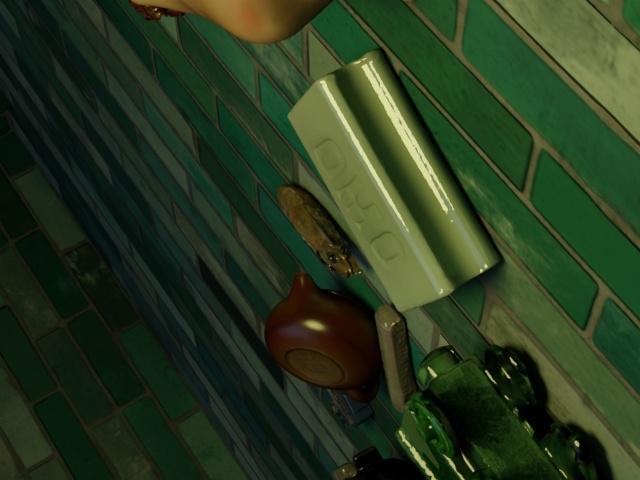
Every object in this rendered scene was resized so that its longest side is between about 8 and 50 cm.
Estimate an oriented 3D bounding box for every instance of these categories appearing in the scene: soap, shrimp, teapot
[{"bbox_3d":[0.075,-0.061,1.407,0.265,0.087,0.160,60,163,1],"label":"soap"},{"bbox_3d":[0.000,0.000,1.791,0.223,0.047,0.126,50,168,47],"label":"shrimp"},{"bbox_3d":[0.025,0.142,1.847,0.178,0.135,0.252,1,143,39],"label":"teapot"}]

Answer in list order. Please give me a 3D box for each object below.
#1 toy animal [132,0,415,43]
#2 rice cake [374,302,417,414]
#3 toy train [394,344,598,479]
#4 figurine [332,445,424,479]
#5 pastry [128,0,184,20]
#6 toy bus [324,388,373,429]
[{"bbox_3d":[-0.066,-0.299,1.232,0.326,0.269,0.237,-71,-41,-69],"label":"toy animal"},{"bbox_3d":[0.107,0.168,1.776,0.047,0.036,0.206,29,146,38],"label":"rice cake"},{"bbox_3d":[0.203,0.244,1.444,0.266,0.145,0.202,53,165,23],"label":"toy train"},{"bbox_3d":[0.122,0.448,1.998,0.308,0.143,0.308,32,148,23],"label":"figurine"},{"bbox_3d":[-0.206,-0.358,1.710,0.208,0.097,0.115,174,86,-70],"label":"pastry"},{"bbox_3d":[0.031,0.233,2.070,0.153,0.051,0.061,62,157,-5],"label":"toy bus"}]
